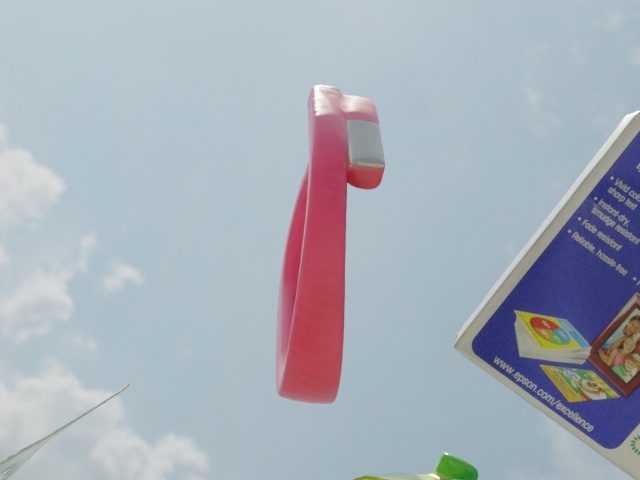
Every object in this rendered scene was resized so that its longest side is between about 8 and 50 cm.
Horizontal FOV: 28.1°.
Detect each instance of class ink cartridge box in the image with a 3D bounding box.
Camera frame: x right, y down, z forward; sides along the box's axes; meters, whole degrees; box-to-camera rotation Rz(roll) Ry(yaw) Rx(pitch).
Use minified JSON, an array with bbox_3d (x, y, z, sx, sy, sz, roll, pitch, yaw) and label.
[{"bbox_3d":[0.314,0.050,0.988,0.303,0.072,0.307,37,-75,-1],"label":"ink cartridge box"}]

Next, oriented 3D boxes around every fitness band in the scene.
[{"bbox_3d":[0.000,0.000,0.997,0.291,0.054,0.209,-90,-169,-65],"label":"fitness band"}]

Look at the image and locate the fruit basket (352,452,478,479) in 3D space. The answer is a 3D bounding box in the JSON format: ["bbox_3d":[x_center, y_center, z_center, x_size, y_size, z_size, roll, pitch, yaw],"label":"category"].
[{"bbox_3d":[-0.010,0.298,0.616,0.392,0.392,0.283,-19,-77,52],"label":"fruit basket"}]

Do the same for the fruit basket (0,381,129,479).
[{"bbox_3d":[-0.311,0.200,0.713,0.165,0.353,0.327,53,-45,0],"label":"fruit basket"}]
